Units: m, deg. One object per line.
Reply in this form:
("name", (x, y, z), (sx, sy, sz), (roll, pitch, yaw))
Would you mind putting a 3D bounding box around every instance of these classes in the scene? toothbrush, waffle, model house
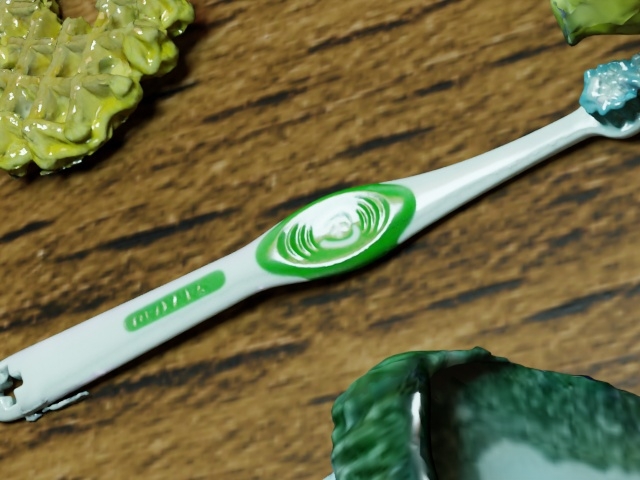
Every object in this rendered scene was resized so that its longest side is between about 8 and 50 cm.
("toothbrush", (0.002, 0.001, 0.916), (0.418, 0.040, 0.042), (-26, 68, 21))
("waffle", (-0.157, -0.115, 1.071), (0.149, 0.051, 0.194), (-45, 44, -1))
("model house", (0.013, 0.207, 0.711), (0.291, 0.184, 0.253), (-31, 55, 30))

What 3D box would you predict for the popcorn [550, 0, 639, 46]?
("popcorn", (0.167, -0.249, 0.828), (0.290, 0.321, 0.326), (-2, 74, 11))
